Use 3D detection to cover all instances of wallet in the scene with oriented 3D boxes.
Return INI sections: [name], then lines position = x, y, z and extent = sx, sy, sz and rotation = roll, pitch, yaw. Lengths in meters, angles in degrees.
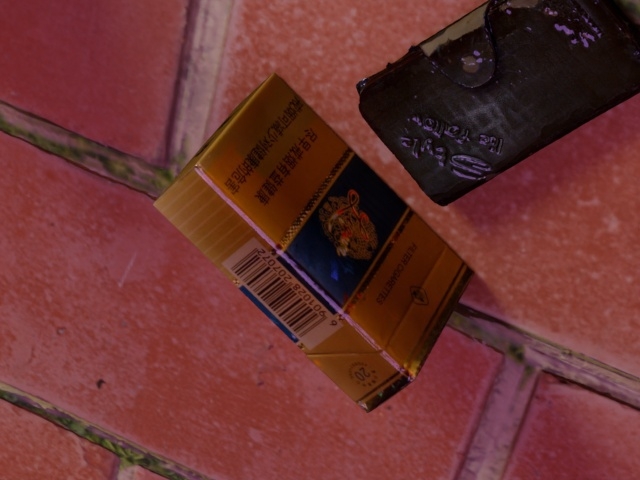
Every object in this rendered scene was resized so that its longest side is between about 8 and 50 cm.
[wallet]
position = 0.134, -0.114, 1.336
extent = 0.232, 0.031, 0.122
rotation = -30, 108, 40

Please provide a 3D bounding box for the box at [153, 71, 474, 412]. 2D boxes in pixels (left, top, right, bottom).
[box]
position = 0.000, 0.000, 1.408
extent = 0.237, 0.152, 0.070
rotation = 46, 130, -10
